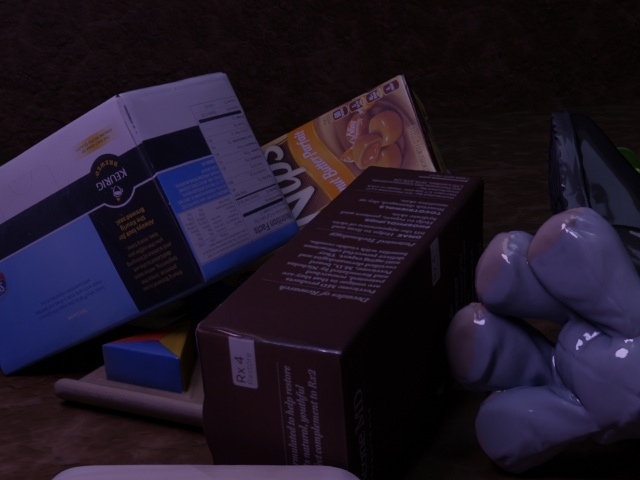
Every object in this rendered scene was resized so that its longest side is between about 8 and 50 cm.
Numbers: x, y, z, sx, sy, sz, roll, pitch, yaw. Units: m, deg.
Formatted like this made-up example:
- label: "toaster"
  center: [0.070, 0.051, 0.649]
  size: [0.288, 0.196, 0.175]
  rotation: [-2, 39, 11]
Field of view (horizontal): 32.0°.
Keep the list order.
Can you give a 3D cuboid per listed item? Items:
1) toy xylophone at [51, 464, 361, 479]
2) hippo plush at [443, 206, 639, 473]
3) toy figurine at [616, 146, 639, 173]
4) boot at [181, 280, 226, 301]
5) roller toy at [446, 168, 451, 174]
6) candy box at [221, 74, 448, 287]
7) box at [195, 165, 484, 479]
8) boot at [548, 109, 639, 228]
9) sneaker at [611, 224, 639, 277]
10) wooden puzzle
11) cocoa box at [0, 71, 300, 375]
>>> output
- label: "toy xylophone"
  center: [-0.104, 0.238, 0.814]
  size: [0.323, 0.081, 0.236]
  rotation: [1, 14, 15]
- label: "hippo plush"
  center: [0.286, 0.082, 1.034]
  size: [0.294, 0.234, 0.237]
  rotation: [-10, -2, 41]
- label: "toy figurine"
  center: [0.555, -0.065, 1.899]
  size: [0.173, 0.130, 0.159]
  rotation: [17, 17, -32]
- label: "boot"
  center: [-0.224, 0.034, 1.671]
  size: [0.229, 0.091, 0.263]
  rotation: [5, 6, 32]
- label: "roller toy"
  center: [0.117, -0.026, 1.692]
  size: [0.191, 0.146, 0.209]
  rotation: [-14, 21, -5]
- label: "candy box"
  center: [0.006, -0.065, 1.475]
  size: [0.316, 0.087, 0.183]
  rotation: [-26, 51, 14]
- label: "box"
  center: [0.039, 0.083, 1.049]
  size: [0.143, 0.191, 0.381]
  rotation: [8, 28, 25]
- label: "boot"
  center: [0.532, -0.037, 1.426]
  size: [0.445, 0.146, 0.367]
  rotation: [-5, 51, 5]
- label: "sneaker"
  center: [0.493, 0.041, 1.129]
  size: [0.483, 0.202, 0.185]
  rotation: [13, 29, 29]
- label: "wooden puzzle"
  center: [-0.079, 0.120, 1.285]
  size: [0.322, 0.080, 0.348]
  rotation: [5, 16, 30]
- label: "cocoa box"
  center: [-0.248, -0.019, 1.346]
  size: [0.347, 0.228, 0.231]
  rotation: [-25, 2, 31]
